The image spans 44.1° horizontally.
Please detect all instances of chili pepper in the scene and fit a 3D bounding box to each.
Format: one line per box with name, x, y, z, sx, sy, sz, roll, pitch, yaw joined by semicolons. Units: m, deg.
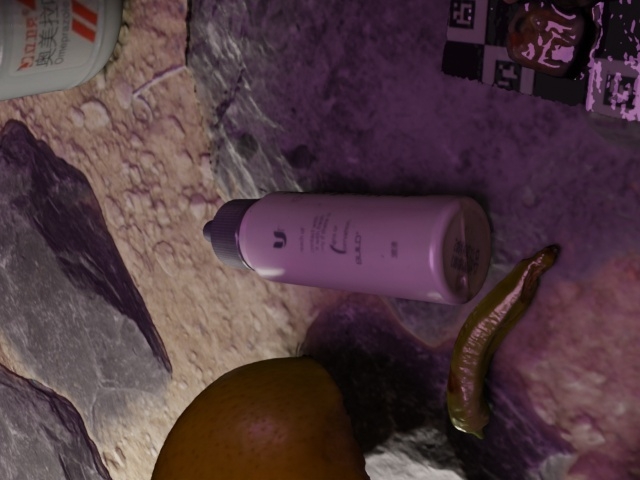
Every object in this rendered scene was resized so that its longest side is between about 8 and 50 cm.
chili pepper;0.141;0.086;0.669;0.049;0.043;0.208;40;130;40

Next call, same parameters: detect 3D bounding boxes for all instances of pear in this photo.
pear;-0.060;0.295;0.721;0.386;0.192;0.340;-119;26;-56

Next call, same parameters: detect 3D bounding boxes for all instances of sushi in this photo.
sushi;0.161;-0.192;0.525;0.192;0.051;0.215;23;122;34

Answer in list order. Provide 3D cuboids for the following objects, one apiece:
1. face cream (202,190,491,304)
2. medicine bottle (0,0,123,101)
face cream;0.000;0.000;0.726;0.312;0.092;0.092;3;110;42
medicine bottle;-0.392;-0.259;0.819;0.245;0.306;0.244;19;120;36
